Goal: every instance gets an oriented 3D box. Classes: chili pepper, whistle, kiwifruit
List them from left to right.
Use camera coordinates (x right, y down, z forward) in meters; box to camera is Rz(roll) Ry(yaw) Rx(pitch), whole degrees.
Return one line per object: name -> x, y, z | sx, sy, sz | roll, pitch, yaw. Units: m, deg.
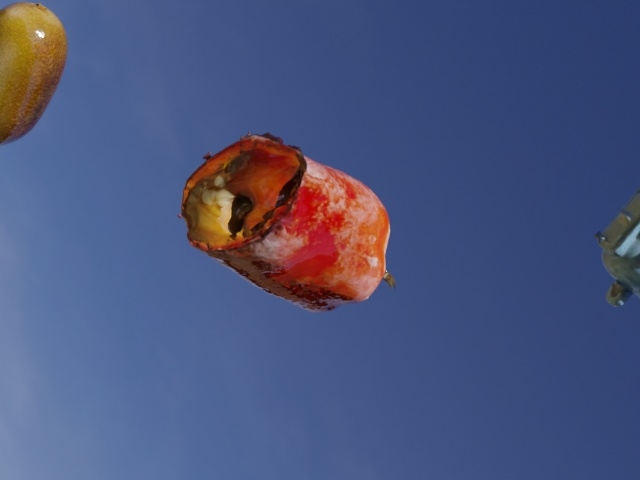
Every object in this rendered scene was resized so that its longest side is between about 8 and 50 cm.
kiwifruit -> -0.244, -0.131, 1.135 | 0.075, 0.075, 0.124 | 44, -66, 40
chili pepper -> 0.000, 0.000, 0.897 | 0.086, 0.192, 0.084 | -1, -110, 35
whistle -> 0.331, -0.049, 1.208 | 0.093, 0.269, 0.180 | 39, 8, -24
